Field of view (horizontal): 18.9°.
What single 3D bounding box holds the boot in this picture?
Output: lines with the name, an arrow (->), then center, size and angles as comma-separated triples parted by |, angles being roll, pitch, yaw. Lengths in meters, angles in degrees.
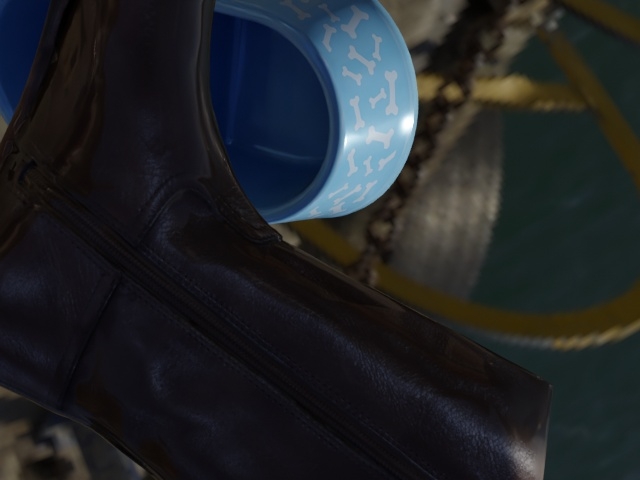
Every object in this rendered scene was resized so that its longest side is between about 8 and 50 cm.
boot -> 0.000, 0.000, 0.315 | 0.106, 0.114, 0.037 | -56, 172, 1

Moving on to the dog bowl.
dog bowl -> -0.087, -0.102, 1.217 | 0.074, 0.297, 0.165 | -30, 132, -55
